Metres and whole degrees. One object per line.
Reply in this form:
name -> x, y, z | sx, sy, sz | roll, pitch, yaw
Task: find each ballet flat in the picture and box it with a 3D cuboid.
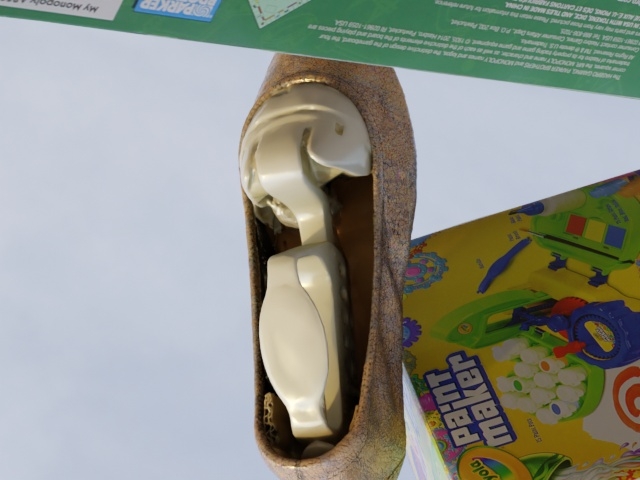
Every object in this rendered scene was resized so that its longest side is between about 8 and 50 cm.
ballet flat -> 0.000, 0.000, 1.139 | 0.107, 0.316, 0.106 | -13, 161, 22

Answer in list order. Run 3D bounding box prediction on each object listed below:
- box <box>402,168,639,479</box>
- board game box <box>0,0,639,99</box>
box -> 0.198, 0.109, 1.203 | 0.279, 0.177, 0.290 | -16, -147, -3
board game box -> 0.003, -0.129, 0.561 | 0.317, 0.046, 0.213 | 3, -140, -40
